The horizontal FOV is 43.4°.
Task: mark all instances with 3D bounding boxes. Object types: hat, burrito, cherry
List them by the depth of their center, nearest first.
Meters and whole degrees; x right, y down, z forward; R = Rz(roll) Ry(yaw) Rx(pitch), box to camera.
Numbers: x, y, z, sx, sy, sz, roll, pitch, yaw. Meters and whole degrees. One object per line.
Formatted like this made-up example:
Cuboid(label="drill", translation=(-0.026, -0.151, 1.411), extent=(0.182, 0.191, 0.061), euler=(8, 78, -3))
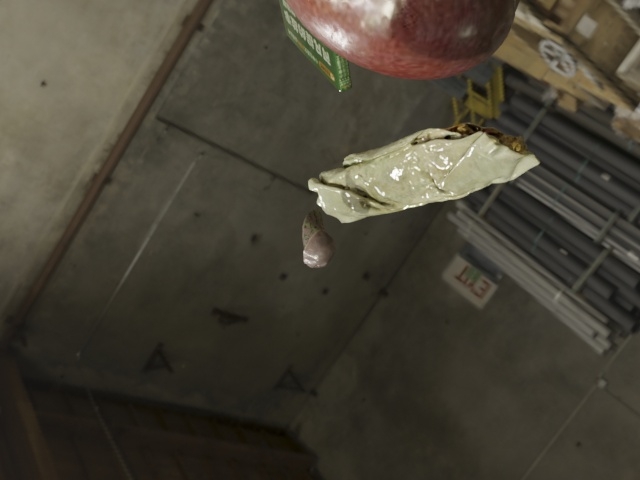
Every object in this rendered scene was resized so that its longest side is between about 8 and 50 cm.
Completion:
Cuboid(label="cherry", translation=(0.084, -0.287, 0.809), extent=(0.308, 0.261, 0.221), euler=(14, 149, 14))
Cuboid(label="burrito", translation=(0.129, -0.098, 1.174), extent=(0.392, 0.076, 0.117), euler=(-13, 128, 48))
Cuboid(label="hat", translation=(0.002, -0.003, 1.175), extent=(0.042, 0.086, 0.058), euler=(4, 167, 22))

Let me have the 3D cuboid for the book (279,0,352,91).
Cuboid(label="book", translation=(-0.024, -0.369, 1.156), extent=(0.202, 0.027, 0.264), euler=(54, 165, 42))
